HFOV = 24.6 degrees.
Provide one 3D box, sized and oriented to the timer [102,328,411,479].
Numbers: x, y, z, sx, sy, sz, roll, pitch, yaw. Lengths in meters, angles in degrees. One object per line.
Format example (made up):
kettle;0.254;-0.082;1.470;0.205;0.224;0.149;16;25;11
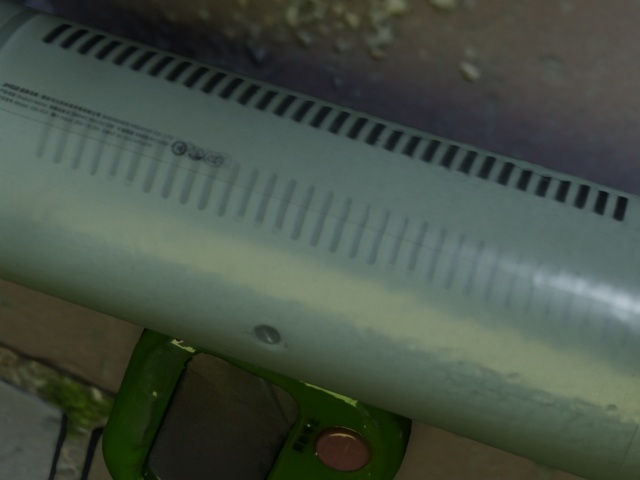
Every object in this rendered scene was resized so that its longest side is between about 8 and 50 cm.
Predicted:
timer;-0.030;0.086;0.666;0.128;0.047;0.140;25;130;0

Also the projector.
projector;0.000;0.000;0.550;0.337;0.108;0.108;18;130;8
